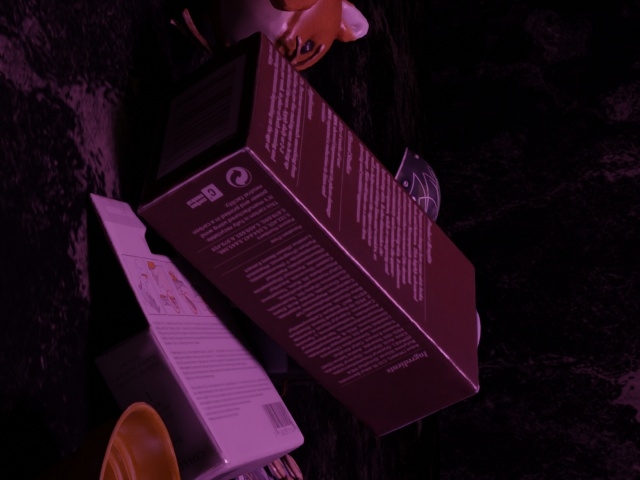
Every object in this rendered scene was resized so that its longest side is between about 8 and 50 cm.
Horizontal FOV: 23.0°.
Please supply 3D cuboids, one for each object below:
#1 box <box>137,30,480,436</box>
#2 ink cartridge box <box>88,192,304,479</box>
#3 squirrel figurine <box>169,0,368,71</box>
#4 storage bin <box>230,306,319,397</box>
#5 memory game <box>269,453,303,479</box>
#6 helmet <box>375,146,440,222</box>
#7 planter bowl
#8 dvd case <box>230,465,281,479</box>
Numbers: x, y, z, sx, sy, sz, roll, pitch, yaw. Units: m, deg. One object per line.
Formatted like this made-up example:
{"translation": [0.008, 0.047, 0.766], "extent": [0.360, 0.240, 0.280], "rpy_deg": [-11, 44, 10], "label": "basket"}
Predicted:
{"translation": [0.000, 0.000, 1.556], "extent": [0.381, 0.143, 0.191], "rpy_deg": [45, 30, -30], "label": "box"}
{"translation": [-0.130, 0.096, 1.449], "extent": [0.261, 0.066, 0.296], "rpy_deg": [61, 8, 9], "label": "ink cartridge box"}
{"translation": [-0.032, -0.363, 1.590], "extent": [0.370, 0.281, 0.397], "rpy_deg": [84, 12, -49], "label": "squirrel figurine"}
{"translation": [-0.067, 0.116, 1.637], "extent": [0.091, 0.135, 0.098], "rpy_deg": [7, 81, -68], "label": "storage bin"}
{"translation": [-0.050, 0.230, 1.726], "extent": [0.186, 0.012, 0.186], "rpy_deg": [57, 0, 1], "label": "memory game"}
{"translation": [0.108, -0.060, 2.462], "extent": [0.169, 0.162, 0.169], "rpy_deg": [-3, 90, -79], "label": "helmet"}
{"translation": [-0.170, 0.227, 1.149], "extent": [0.217, 0.090, 0.217], "rpy_deg": [-2, 90, -79], "label": "planter bowl"}
{"translation": [-0.053, 0.267, 1.625], "extent": [0.221, 0.018, 0.164], "rpy_deg": [56, 7, -34], "label": "dvd case"}
